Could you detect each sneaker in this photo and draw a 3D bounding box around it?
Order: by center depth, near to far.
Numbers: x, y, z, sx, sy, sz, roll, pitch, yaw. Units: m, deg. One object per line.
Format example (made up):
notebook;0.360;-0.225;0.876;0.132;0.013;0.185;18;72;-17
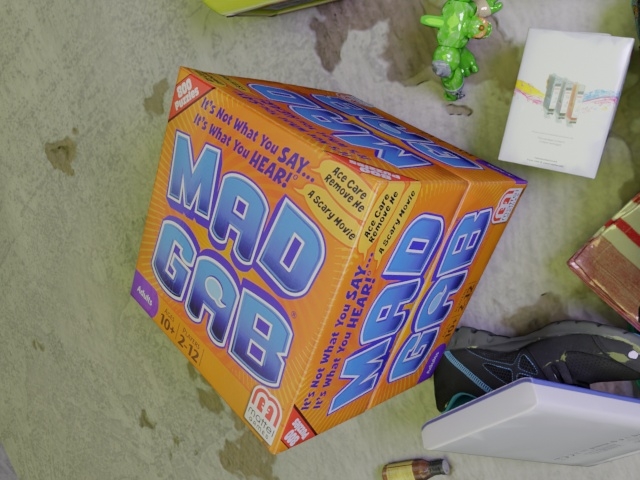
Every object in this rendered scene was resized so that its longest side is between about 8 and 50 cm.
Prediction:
sneaker;0.320;0.203;0.826;0.341;0.125;0.139;-16;50;45

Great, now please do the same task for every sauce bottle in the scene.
sauce bottle;0.178;0.434;1.049;0.128;0.042;0.042;-22;91;33

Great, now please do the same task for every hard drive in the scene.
hard drive;0.331;0.261;0.772;0.210;0.319;0.040;-47;36;46

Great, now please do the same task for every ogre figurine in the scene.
ogre figurine;0.201;-0.305;0.809;0.097;0.118;0.197;37;117;16

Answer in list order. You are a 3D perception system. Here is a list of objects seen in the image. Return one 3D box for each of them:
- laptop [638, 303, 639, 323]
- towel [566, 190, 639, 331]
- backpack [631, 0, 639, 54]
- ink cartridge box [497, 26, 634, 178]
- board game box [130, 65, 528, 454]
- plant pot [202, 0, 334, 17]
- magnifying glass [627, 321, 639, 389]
laptop;0.507;-0.007;0.627;0.136;0.264;0.234;12;97;58
towel;0.523;-0.006;0.713;0.237;0.037;0.329;45;108;17
backpack;0.464;-0.225;0.640;0.166;0.144;0.188;0;93;-7
ink cartridge box;0.334;-0.188;0.761;0.127;0.128;0.176;17;109;24
board game box;0.000;0.000;0.811;0.356;0.356;0.356;36;118;34
plant pot;-0.068;-0.466;0.860;0.228;0.227;0.207;-2;108;28
magnifying glass;0.459;0.125;0.805;0.026;0.092;0.231;-12;86;4
